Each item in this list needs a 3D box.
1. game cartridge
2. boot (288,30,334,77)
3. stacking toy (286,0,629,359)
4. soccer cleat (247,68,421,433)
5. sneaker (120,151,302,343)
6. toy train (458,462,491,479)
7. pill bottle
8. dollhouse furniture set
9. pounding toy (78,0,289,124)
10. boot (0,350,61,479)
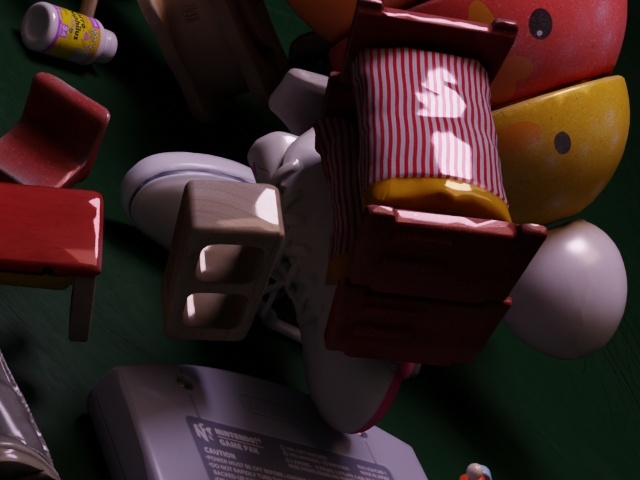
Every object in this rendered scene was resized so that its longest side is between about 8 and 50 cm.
[{"bbox_3d":[-0.022,0.180,1.108,0.294,0.060,0.196,21,35,-41],"label":"game cartridge"},{"bbox_3d":[0.024,-0.045,1.523,0.263,0.091,0.229,53,29,-44],"label":"boot"},{"bbox_3d":[0.163,-0.130,1.408,0.351,0.351,0.479,-18,87,-64],"label":"stacking toy"},{"bbox_3d":[0.000,0.000,1.225,0.143,0.116,0.331,26,40,-20],"label":"soccer cleat"},{"bbox_3d":[-0.045,0.014,1.300,0.258,0.094,0.091,28,25,-32],"label":"sneaker"},{"bbox_3d":[0.126,0.250,1.194,0.166,0.046,0.125,-97,162,-58],"label":"toy train"},{"bbox_3d":[-0.218,-0.178,1.417,0.083,0.043,0.043,12,38,-51],"label":"pill bottle"},{"bbox_3d":[-0.056,-0.049,1.073,0.374,0.152,0.201,5,50,-12],"label":"dollhouse furniture set"},{"bbox_3d":[-0.138,-0.231,1.511,0.154,0.155,0.269,-79,151,-51],"label":"pounding toy"},{"bbox_3d":[-0.194,0.086,0.895,0.189,0.076,0.208,88,-19,-58],"label":"boot"}]
